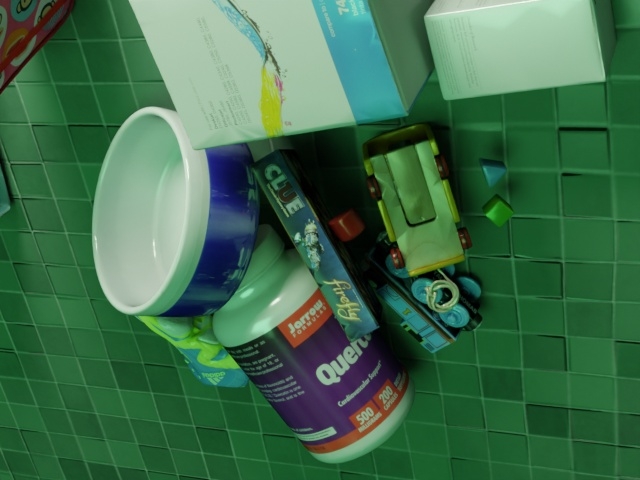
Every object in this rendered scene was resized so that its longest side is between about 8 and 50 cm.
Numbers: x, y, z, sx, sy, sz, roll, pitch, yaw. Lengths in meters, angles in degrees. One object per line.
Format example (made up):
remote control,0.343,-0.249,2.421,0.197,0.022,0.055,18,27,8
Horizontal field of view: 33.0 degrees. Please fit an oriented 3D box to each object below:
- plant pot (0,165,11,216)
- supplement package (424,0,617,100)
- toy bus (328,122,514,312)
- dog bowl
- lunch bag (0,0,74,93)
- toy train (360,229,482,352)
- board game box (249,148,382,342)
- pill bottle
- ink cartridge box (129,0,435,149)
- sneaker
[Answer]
plant pot,-0.616,-0.098,1.589,0.234,0.165,0.165,13,128,24
supplement package,0.220,-0.229,1.174,0.179,0.105,0.105,-3,121,26
toy bus,0.122,-0.045,1.342,0.191,0.104,0.202,26,110,-10
dog bowl,-0.191,-0.033,1.387,0.104,0.264,0.265,7,141,-36
lunch bag,-0.408,-0.277,1.280,0.120,0.293,0.258,21,144,9
toy train,0.131,0.063,1.437,0.184,0.080,0.105,43,134,-10
board game box,0.000,0.000,1.352,0.042,0.165,0.243,-29,92,6
pill bottle,-0.023,0.139,1.486,0.182,0.181,0.323,-25,111,34
ink cartridge box,-0.028,-0.245,1.208,0.270,0.198,0.197,-7,121,26
sneaker,-0.197,0.155,1.631,0.240,0.091,0.126,28,130,2
